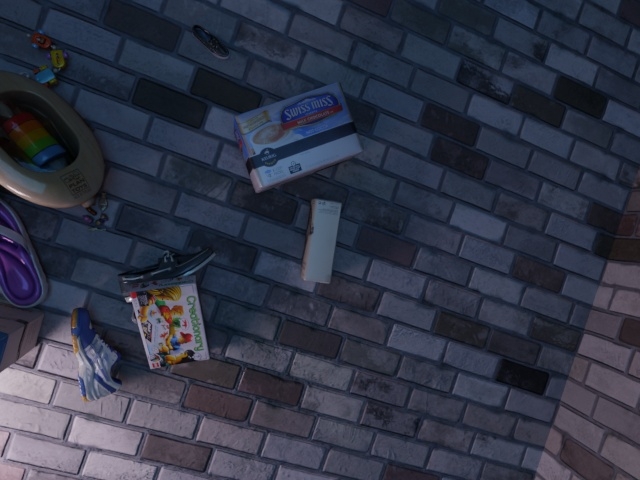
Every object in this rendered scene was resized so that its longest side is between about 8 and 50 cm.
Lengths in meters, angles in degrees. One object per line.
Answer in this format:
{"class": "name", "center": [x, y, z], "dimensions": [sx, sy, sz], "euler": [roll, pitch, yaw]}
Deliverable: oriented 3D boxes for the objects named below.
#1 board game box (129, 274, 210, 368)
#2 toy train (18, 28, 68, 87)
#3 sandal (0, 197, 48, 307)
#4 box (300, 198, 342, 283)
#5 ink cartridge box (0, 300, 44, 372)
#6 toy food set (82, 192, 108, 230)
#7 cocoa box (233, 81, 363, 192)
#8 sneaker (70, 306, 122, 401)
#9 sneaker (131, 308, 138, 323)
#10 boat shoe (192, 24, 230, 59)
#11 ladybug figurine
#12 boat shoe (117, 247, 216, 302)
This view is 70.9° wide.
{"class": "board game box", "center": [-0.468, 0.262, 1.424], "dimensions": [0.192, 0.053, 0.306], "euler": [-8, 119, -10]}
{"class": "toy train", "center": [-0.841, -0.545, 1.371], "dimensions": [0.125, 0.046, 0.167], "euler": [18, 86, -10]}
{"class": "sandal", "center": [-0.965, 0.014, 1.346], "dimensions": [0.169, 0.102, 0.417], "euler": [-34, 98, -8]}
{"class": "box", "center": [0.000, 0.000, 1.529], "dimensions": [0.094, 0.113, 0.276], "euler": [8, 90, -11]}
{"class": "ink cartridge box", "center": [-0.963, 0.268, 1.257], "dimensions": [0.222, 0.307, 0.129], "euler": [16, 92, -12]}
{"class": "toy food set", "center": [-0.717, -0.091, 1.430], "dimensions": [0.077, 0.019, 0.122], "euler": [-3, 94, -11]}
{"class": "cocoa box", "center": [-0.079, -0.320, 1.433], "dimensions": [0.346, 0.231, 0.228], "euler": [-21, 96, -10]}
{"class": "sneaker", "center": [-0.709, 0.350, 1.428], "dimensions": [0.130, 0.111, 0.297], "euler": [-10, 97, -28]}
{"class": "sneaker", "center": [-0.519, 0.195, 1.453], "dimensions": [0.214, 0.083, 0.084], "euler": [-37, 101, -6]}
{"class": "boat shoe", "center": [-0.357, -0.643, 1.459], "dimensions": [0.142, 0.040, 0.049], "euler": [35, 86, -11]}
{"class": "ladybug figurine", "center": [-0.826, -0.268, 1.300], "dimensions": [0.450, 0.161, 0.305], "euler": [54, 51, -7]}
{"class": "boat shoe", "center": [-0.493, 0.088, 1.437], "dimensions": [0.319, 0.116, 0.099], "euler": [-26, 100, -3]}
